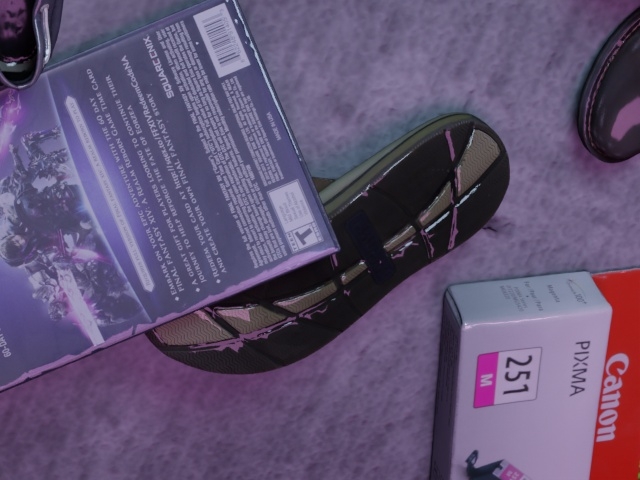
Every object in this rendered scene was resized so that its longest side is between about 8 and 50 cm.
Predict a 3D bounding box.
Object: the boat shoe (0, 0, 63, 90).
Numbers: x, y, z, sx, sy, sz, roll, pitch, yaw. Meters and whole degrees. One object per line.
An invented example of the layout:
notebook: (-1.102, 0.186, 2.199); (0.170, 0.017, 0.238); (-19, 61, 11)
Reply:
boat shoe: (-0.189, -0.193, 1.190); (0.075, 0.065, 0.206); (1, 122, -16)

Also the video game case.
video game case: (-0.149, -0.030, 1.274); (0.274, 0.026, 0.196); (-23, 93, 0)

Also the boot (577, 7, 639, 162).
boot: (0.314, -0.109, 1.289); (0.263, 0.229, 0.091); (-44, 123, 14)

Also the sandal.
sandal: (0.002, 0.001, 1.369); (0.303, 0.086, 0.120); (-28, 120, -14)

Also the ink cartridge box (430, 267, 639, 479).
ink cartridge box: (0.215, 0.152, 1.541); (0.239, 0.060, 0.275); (-6, 124, -11)
